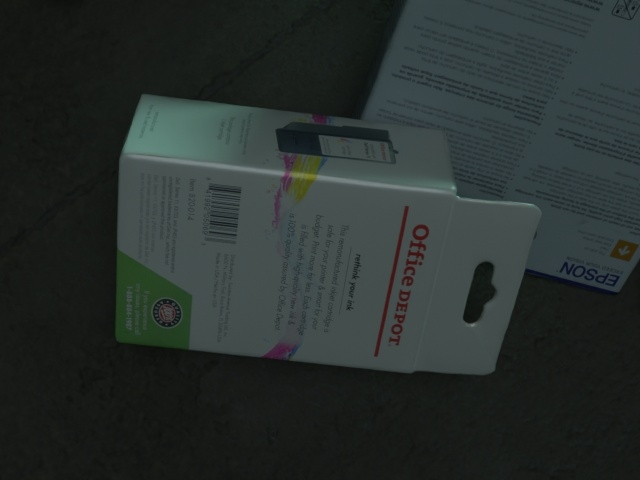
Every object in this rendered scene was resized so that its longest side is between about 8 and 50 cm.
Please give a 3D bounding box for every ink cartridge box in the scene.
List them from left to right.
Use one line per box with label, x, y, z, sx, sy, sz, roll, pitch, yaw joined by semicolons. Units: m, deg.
ink cartridge box;0.000;0.000;0.893;0.353;0.119;0.207;7;124;-4
ink cartridge box;0.205;-0.125;0.914;0.324;0.071;0.330;15;126;-10
